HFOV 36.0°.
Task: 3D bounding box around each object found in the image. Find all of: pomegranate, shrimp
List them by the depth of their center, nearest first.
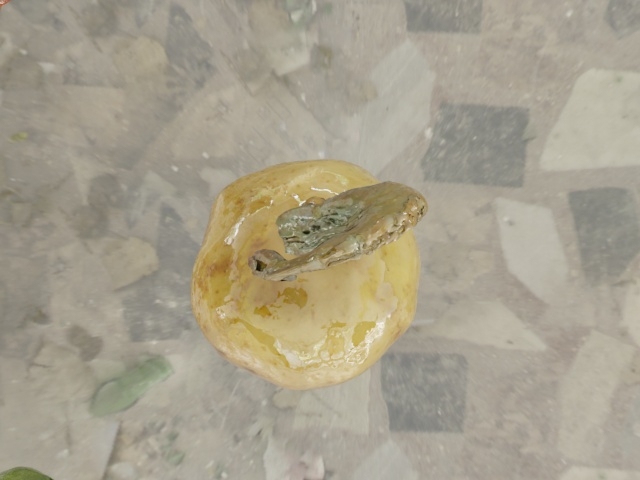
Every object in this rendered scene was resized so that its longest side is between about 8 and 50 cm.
[{"bbox_3d":[0.001,0.001,0.940,0.173,0.253,0.058,-33,101,-32],"label":"shrimp"},{"bbox_3d":[-0.020,0.043,1.552,0.409,0.410,0.410,0,88,2],"label":"pomegranate"}]

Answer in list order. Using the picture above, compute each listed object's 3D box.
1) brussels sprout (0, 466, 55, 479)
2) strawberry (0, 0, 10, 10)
[{"bbox_3d":[-0.233,0.241,0.737,0.151,0.149,0.122,44,98,2],"label":"brussels sprout"},{"bbox_3d":[-0.343,-0.241,0.652,0.292,0.343,0.292,-15,58,25],"label":"strawberry"}]
